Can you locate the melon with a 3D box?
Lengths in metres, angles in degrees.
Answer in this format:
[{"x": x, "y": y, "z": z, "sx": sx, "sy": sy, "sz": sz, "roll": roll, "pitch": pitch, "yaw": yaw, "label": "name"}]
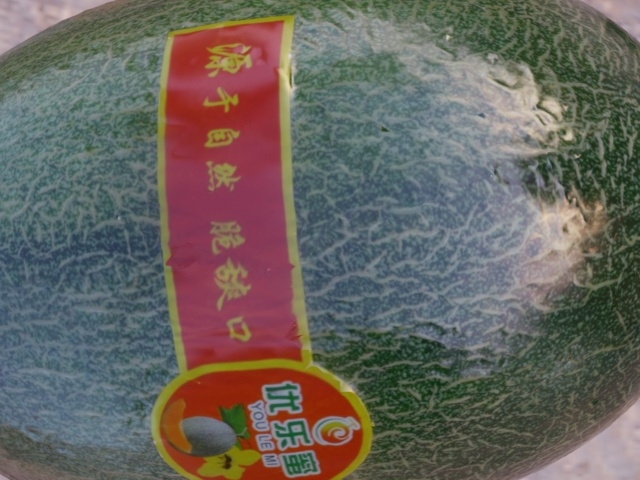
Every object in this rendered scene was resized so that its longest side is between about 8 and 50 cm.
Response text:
[{"x": 0.000, "y": 0.000, "z": 0.631, "sx": 0.288, "sy": 0.182, "sz": 0.182, "roll": -11, "pitch": 77, "yaw": 13, "label": "melon"}]
